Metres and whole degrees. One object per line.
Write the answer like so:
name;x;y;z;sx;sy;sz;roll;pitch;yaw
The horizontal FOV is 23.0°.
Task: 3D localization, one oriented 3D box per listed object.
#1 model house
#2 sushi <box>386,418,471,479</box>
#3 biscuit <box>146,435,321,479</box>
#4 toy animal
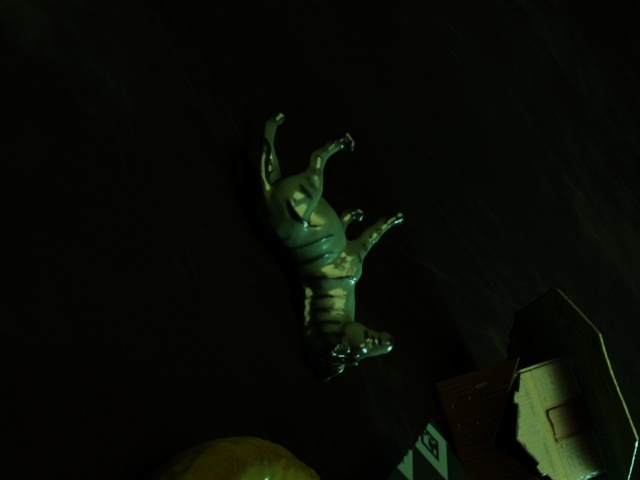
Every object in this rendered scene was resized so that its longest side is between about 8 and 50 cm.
model house;0.197;0.177;1.612;0.136;0.207;0.219;-16;85;-26
sushi;0.121;0.329;1.383;0.294;0.059;0.292;59;21;1
biscuit;-0.041;0.249;1.158;0.274;0.091;0.213;36;44;-44
toy animal;-0.004;0.002;1.429;0.217;0.073;0.176;53;46;-21
